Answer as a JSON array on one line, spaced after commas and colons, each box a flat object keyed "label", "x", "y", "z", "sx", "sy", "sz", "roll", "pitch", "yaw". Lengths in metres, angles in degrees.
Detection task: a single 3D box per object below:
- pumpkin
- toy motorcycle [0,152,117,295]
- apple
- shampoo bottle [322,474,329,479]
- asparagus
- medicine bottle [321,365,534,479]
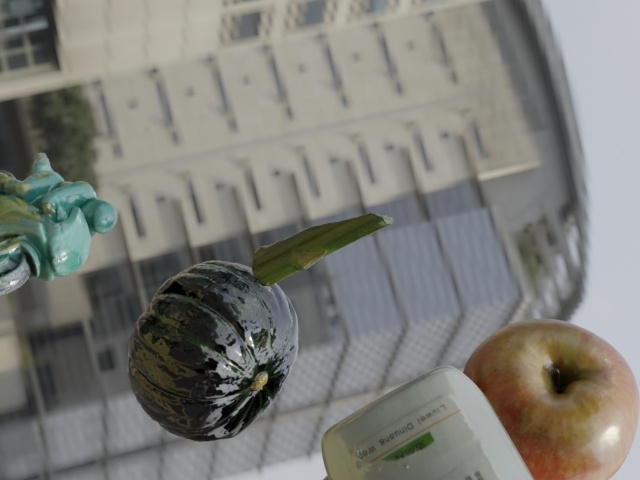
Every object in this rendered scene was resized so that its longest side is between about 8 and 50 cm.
[{"label": "pumpkin", "x": -0.124, "y": 0.130, "z": 1.940, "sx": 0.162, "sy": 0.220, "sz": 0.220, "roll": 30, "pitch": -41, "yaw": 33}, {"label": "toy motorcycle", "x": -0.340, "y": -0.028, "z": 1.910, "sx": 0.296, "sy": 0.198, "sz": 0.109, "roll": -127, "pitch": -154, "yaw": -58}, {"label": "apple", "x": 0.262, "y": 0.191, "z": 1.890, "sx": 0.164, "sy": 0.209, "sz": 0.209, "roll": 103, "pitch": -29, "yaw": -58}, {"label": "shampoo bottle", "x": 0.121, "y": 0.378, "z": 2.063, "sx": 0.266, "sy": 0.273, "sz": 0.273, "roll": 47, "pitch": -16, "yaw": 2}, {"label": "asparagus", "x": 0.000, "y": 0.000, "z": 1.793, "sx": 0.041, "sy": 0.178, "sz": 0.045, "roll": 53, "pitch": 31, "yaw": -18}, {"label": "medicine bottle", "x": 0.129, "y": 0.269, "z": 1.462, "sx": 0.296, "sy": 0.161, "sz": 0.111, "roll": 62, "pitch": 5, "yaw": 13}]
